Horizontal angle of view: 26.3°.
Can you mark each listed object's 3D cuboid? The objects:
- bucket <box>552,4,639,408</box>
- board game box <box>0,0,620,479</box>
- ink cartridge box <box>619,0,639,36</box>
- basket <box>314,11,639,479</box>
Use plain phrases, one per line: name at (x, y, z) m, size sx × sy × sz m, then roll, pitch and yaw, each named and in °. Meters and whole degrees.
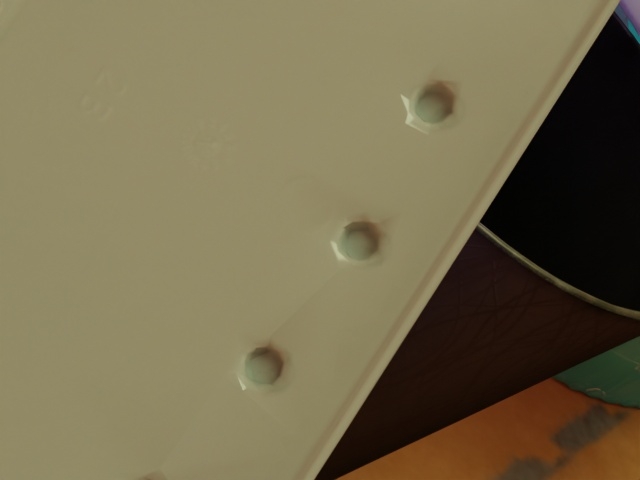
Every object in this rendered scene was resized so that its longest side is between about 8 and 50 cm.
bucket at (0.194, -0.054, 0.745) m, size 0.281 × 0.183 × 0.281 m, roll 21°, pitch 47°, yaw -24°
board game box at (-0.134, -0.089, 0.374) m, size 0.390 × 0.050 × 0.390 m, roll 32°, pitch 85°, yaw 8°
ink cartridge box at (0.188, -0.060, 0.552) m, size 0.232 × 0.066 × 0.189 m, roll 59°, pitch 24°, yaw -15°
basket at (0.000, 0.000, 0.512) m, size 0.154 × 0.227 × 0.204 m, roll -23°, pitch 73°, yaw -47°
